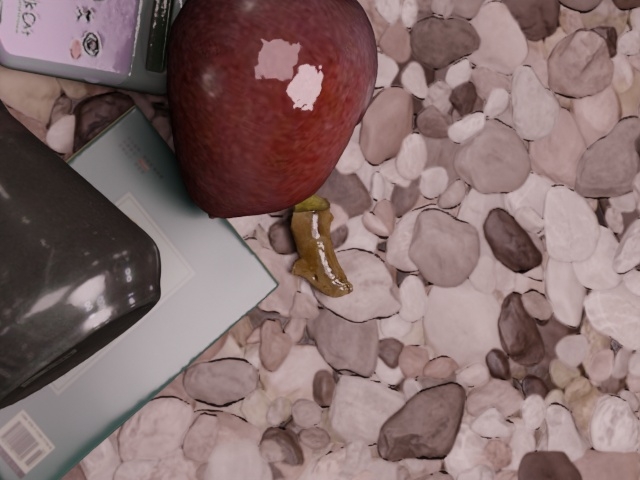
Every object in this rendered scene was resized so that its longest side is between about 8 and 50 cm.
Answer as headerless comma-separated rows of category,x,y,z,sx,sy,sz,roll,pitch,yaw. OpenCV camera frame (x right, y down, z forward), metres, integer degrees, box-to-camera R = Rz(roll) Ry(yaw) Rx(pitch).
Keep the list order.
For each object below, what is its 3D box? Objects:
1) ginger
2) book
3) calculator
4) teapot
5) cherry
ginger,-0.006,0.001,1.789,0.057,0.044,0.137,-19,98,-39
book,-0.256,0.068,1.692,0.379,0.031,0.264,-41,103,-18
calculator,-0.243,-0.237,1.698,0.246,0.045,0.141,10,86,-22
teapot,-0.350,-0.013,1.541,0.300,0.253,0.344,-36,85,13
cherry,-0.057,-0.159,1.662,0.221,0.261,0.307,19,103,9
